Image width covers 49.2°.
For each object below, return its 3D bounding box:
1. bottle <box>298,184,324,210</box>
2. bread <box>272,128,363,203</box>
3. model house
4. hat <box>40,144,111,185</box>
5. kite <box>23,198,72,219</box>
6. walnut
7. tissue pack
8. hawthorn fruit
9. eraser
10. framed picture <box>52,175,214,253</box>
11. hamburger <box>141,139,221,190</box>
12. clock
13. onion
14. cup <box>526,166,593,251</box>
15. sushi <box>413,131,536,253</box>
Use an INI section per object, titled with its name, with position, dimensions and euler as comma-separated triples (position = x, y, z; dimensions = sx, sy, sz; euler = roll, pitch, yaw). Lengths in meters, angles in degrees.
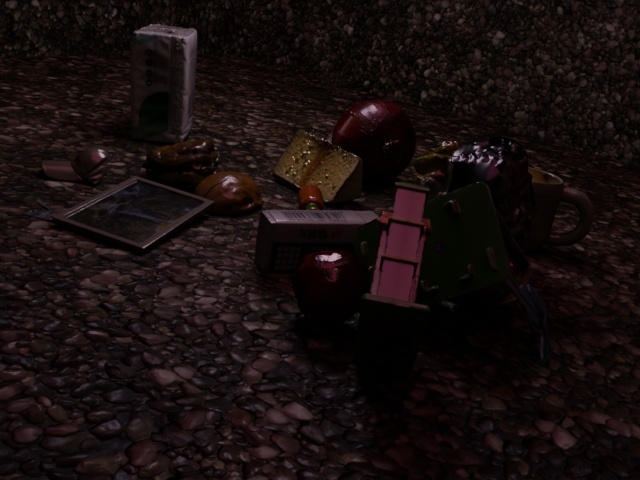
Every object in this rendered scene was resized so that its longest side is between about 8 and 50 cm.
[bottle]
position = -0.024, -0.090, 1.857
dimensions = 0.069, 0.069, 0.187
euler = 8, 23, -6
[bread]
position = -0.003, -0.198, 2.074
dimensions = 0.266, 0.142, 0.178
euler = 30, 70, 39
[model house]
position = 0.293, 0.113, 1.425
dimensions = 0.300, 0.340, 0.324
euler = -23, -25, 29
[hat]
position = -0.644, -0.209, 1.847
dimensions = 0.175, 0.085, 0.147
euler = 4, 23, -19
[kite]
position = -0.618, -0.070, 1.617
dimensions = 0.137, 0.005, 0.152
euler = -8, 28, -35
[walnut]
position = -0.241, -0.138, 1.848
dimensions = 0.167, 0.087, 0.211
euler = 18, 23, 26
[tissue pack]
position = -0.519, -0.521, 2.326
dimensions = 0.194, 0.356, 0.266
euler = 5, 22, -3
[hawthorn fruit]
position = 0.030, 0.084, 1.316
dimensions = 0.172, 0.148, 0.148
euler = -18, 30, -18
[eraser]
position = 0.000, 0.000, 1.558
dimensions = 0.279, 0.124, 0.081
euler = -1, 25, -25
[framed picture]
position = -0.428, -0.068, 1.644
dimensions = 0.240, 0.020, 0.324
euler = 19, 27, 15
[hamburger]
position = -0.379, -0.225, 1.954
dimensions = 0.206, 0.130, 0.183
euler = 12, 19, 10
[clock]
position = 0.138, 0.055, 1.206
dimensions = 0.106, 0.220, 0.255
euler = 11, 58, 6
[onion]
position = 0.176, -0.313, 2.235
dimensions = 0.276, 0.276, 0.276
euler = 9, 21, -3
[cup]
position = 0.596, -0.081, 1.923
dimensions = 0.255, 0.202, 0.173
euler = 7, 22, -8
[sushi]
position = 0.349, -0.083, 1.705
dimensions = 0.285, 0.328, 0.328
euler = 6, 31, 29
